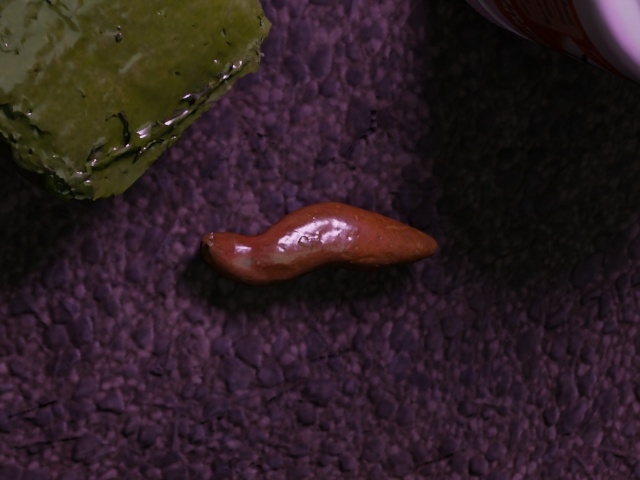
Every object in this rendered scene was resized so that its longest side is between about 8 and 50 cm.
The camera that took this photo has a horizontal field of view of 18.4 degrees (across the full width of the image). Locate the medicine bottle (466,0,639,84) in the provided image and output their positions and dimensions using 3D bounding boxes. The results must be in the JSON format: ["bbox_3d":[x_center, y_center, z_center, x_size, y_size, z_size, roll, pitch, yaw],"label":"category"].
[{"bbox_3d":[0.243,-0.248,1.461,0.252,0.241,0.252,-9,112,-24],"label":"medicine bottle"}]

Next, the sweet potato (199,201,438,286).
[{"bbox_3d":[-0.001,0.001,1.534,0.202,0.058,0.055,-5,152,-22],"label":"sweet potato"}]

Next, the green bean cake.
[{"bbox_3d":[-0.164,-0.150,1.361,0.214,0.113,0.200,-46,122,-6],"label":"green bean cake"}]
